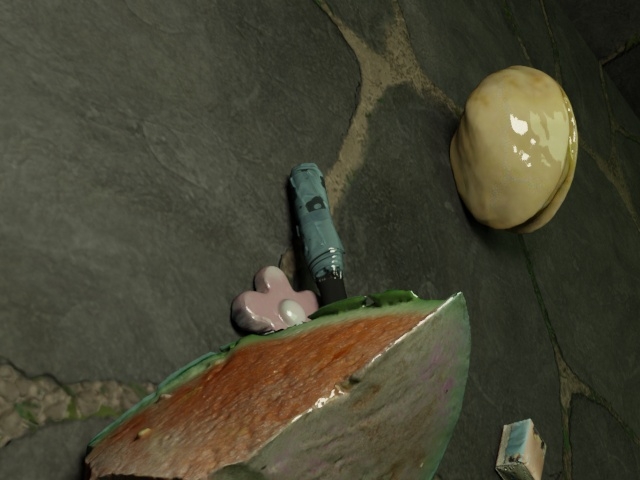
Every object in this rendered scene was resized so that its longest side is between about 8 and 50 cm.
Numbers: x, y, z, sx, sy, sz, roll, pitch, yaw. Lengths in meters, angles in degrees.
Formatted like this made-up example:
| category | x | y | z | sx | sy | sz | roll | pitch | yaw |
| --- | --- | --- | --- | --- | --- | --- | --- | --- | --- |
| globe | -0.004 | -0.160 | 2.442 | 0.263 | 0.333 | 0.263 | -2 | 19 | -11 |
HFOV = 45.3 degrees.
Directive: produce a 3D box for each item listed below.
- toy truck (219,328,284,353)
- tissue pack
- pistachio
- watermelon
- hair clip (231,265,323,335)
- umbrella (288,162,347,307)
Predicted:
| category | x | y | z | sx | sy | sz | roll | pitch | yaw |
| --- | --- | --- | --- | --- | --- | --- | --- | --- | --- |
| toy truck | -0.037 | 0.225 | 0.791 | 0.127 | 0.127 | 0.257 | -24 | 87 | -17 |
| tissue pack | 0.328 | 0.352 | 1.252 | 0.074 | 0.059 | 0.094 | 54 | 37 | -19 |
| pistachio | 0.369 | -0.174 | 1.467 | 0.229 | 0.238 | 0.321 | 9 | 83 | -43 |
| watermelon | -0.059 | 0.170 | 0.652 | 0.292 | 0.222 | 0.319 | -28 | 136 | -31 |
| hair clip | -0.008 | 0.147 | 0.934 | 0.257 | 0.075 | 0.146 | 57 | 40 | -4 |
| umbrella | 0.002 | -0.001 | 1.004 | 0.052 | 0.053 | 0.250 | 36 | 31 | -47 |
